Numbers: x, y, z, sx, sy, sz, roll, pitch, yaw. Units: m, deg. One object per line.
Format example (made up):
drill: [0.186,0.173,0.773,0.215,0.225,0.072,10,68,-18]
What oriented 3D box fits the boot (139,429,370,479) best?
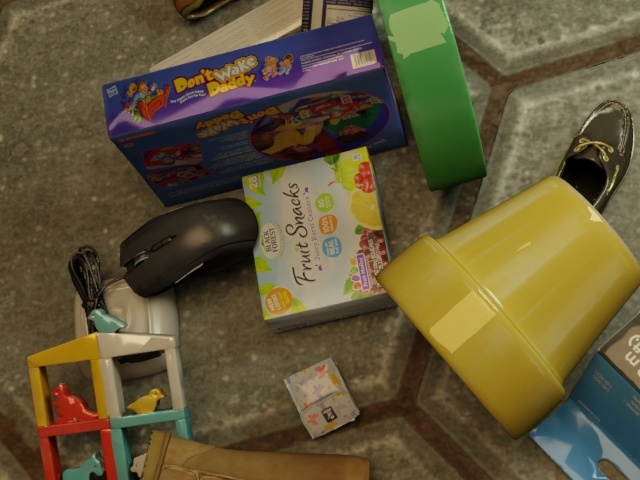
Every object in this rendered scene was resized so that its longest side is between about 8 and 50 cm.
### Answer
boot: [-0.083,0.328,1.497,0.270,0.089,0.236,10,49,-3]

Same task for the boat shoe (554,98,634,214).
boat shoe: [0.344,-0.086,1.644,0.081,0.068,0.227,19,75,17]

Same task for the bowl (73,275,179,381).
bowl: [-0.261,0.110,1.704,0.142,0.053,0.142,-10,69,6]

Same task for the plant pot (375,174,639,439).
plant pot: [0.233,0.062,1.499,0.239,0.254,0.254,-40,67,1]

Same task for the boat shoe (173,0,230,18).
boat shoe: [-0.076,-0.410,1.839,0.307,0.111,0.104,-25,70,12]

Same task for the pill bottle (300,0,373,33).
pill bottle: [0.022,-0.298,1.724,0.094,0.094,0.169,7,99,14]

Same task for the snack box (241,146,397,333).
snack box: [0.000,0.000,1.681,0.175,0.070,0.207,-13,66,8]

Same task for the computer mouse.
computer mouse: [-0.198,0.049,1.645,0.262,0.060,0.184,-19,68,8]

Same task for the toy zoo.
toy zoo: [-0.258,0.230,1.611,0.192,0.030,0.293,-9,90,8]

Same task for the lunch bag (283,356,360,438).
lunch bag: [0.003,0.198,1.617,0.071,0.053,0.083,-25,76,3]

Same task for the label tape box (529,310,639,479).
label tape box: [0.451,0.188,1.497,0.348,0.115,0.249,-40,67,-7]

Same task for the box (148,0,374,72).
box: [-0.081,-0.282,1.807,0.324,0.063,0.067,-30,66,-1]

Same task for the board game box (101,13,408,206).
board game box: [-0.076,-0.160,1.669,0.347,0.233,0.078,-14,68,6]

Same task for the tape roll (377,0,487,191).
tape roll: [0.130,-0.224,1.603,0.077,0.321,0.321,-14,68,6]
